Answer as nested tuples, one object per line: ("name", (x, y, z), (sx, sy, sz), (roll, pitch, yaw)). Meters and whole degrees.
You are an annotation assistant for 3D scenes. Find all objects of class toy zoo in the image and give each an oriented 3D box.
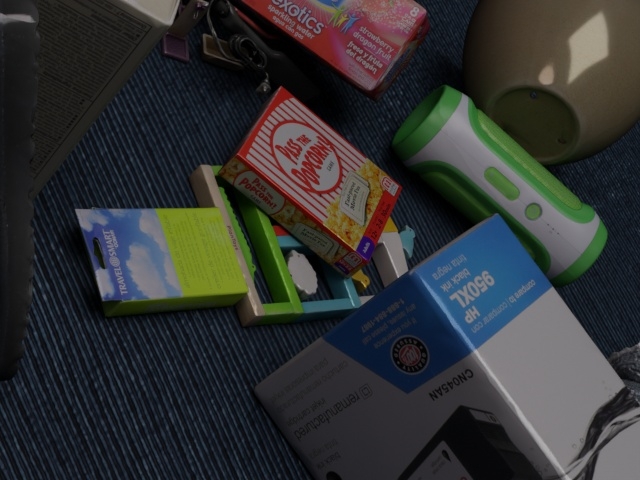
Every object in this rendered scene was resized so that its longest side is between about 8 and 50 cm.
("toy zoo", (0.000, 0.000, 1.379), (0.293, 0.030, 0.192), (-3, 63, -42))

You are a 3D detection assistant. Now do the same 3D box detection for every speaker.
("speaker", (0.238, -0.070, 1.563), (0.296, 0.131, 0.131), (40, 43, -11))

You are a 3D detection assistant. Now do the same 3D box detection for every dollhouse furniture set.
("dollhouse furniture set", (-0.125, -0.265, 1.424), (0.114, 0.081, 0.091), (15, 52, -33))

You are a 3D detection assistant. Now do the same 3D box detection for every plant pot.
("plant pot", (0.315, -0.211, 1.621), (0.284, 0.284, 0.191), (40, 47, -11))

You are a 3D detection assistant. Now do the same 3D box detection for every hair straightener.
("hair straightener", (-0.066, -0.220, 1.409), (0.230, 0.047, 0.089), (40, 35, -54))

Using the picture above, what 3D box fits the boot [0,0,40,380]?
("boot", (-0.453, -0.036, 0.890), (0.445, 0.367, 0.146), (-5, 27, -25))

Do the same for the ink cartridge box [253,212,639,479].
("ink cartridge box", (0.163, 0.221, 1.167), (0.166, 0.285, 0.395), (-30, 82, -46))

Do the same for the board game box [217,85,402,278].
("board game box", (-0.008, -0.069, 1.363), (0.193, 0.045, 0.146), (39, 42, -12))

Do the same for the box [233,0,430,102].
("box", (-0.001, -0.294, 1.449), (0.257, 0.122, 0.128), (36, 5, 6))

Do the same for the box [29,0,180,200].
("box", (-0.259, -0.171, 1.070), (0.148, 0.311, 0.121), (29, 45, -23))

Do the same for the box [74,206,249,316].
("box", (-0.168, 0.020, 1.211), (0.178, 0.042, 0.109), (-2, 62, -41))

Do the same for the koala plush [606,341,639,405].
("koala plush", (0.295, 0.225, 1.326), (0.203, 0.221, 0.196), (40, 43, -11))
